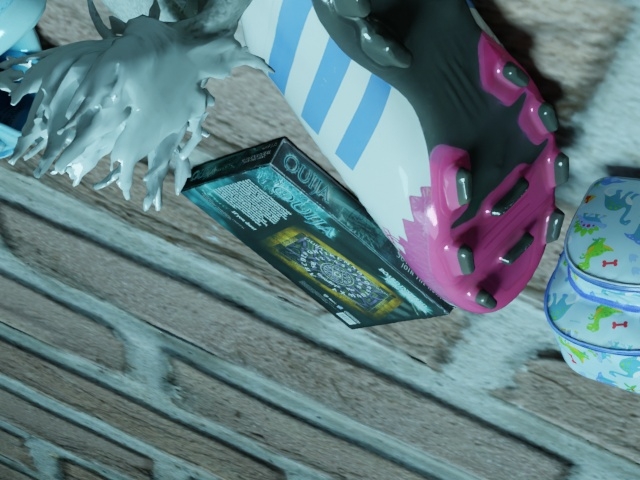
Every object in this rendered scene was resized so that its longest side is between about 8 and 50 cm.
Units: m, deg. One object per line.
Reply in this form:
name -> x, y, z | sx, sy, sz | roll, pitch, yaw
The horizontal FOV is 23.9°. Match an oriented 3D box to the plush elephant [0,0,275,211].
plush elephant -> -0.058, -0.187, 0.564 | 0.255, 0.330, 0.272 | 31, 170, 40

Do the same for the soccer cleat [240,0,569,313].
soccer cleat -> 0.037, -0.090, 0.832 | 0.143, 0.116, 0.331 | 28, 158, 39

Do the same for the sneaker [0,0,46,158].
sneaker -> -0.262, -0.090, 1.071 | 0.150, 0.135, 0.366 | 31, 156, 0

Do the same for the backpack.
backpack -> 0.183, 0.023, 0.871 | 0.105, 0.114, 0.084 | 12, 151, 30

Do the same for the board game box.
board game box -> 0.000, 0.000, 1.111 | 0.186, 0.026, 0.126 | 40, 152, -25
